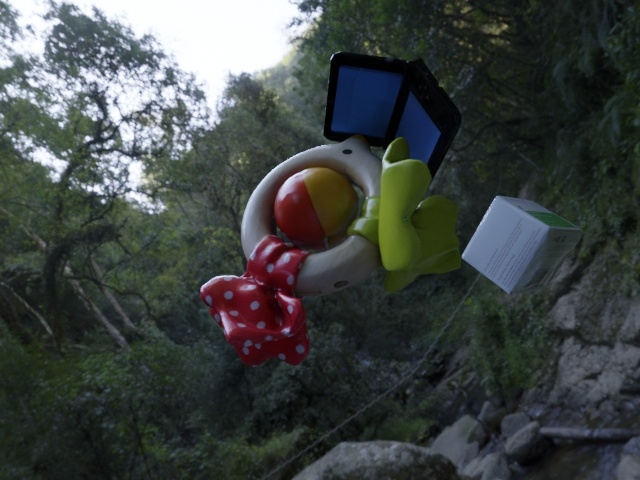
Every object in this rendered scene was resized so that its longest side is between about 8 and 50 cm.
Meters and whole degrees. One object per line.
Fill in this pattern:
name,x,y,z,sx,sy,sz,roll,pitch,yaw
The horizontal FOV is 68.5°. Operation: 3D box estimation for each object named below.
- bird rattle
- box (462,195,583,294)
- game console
bird rattle,0.000,0.000,0.454,0.254,0.206,0.143,-30,-40,15
box,0.269,0.006,0.628,0.101,0.087,0.101,1,-59,-40
game console,0.060,-0.104,0.439,0.071,0.107,0.122,-23,-21,-13
